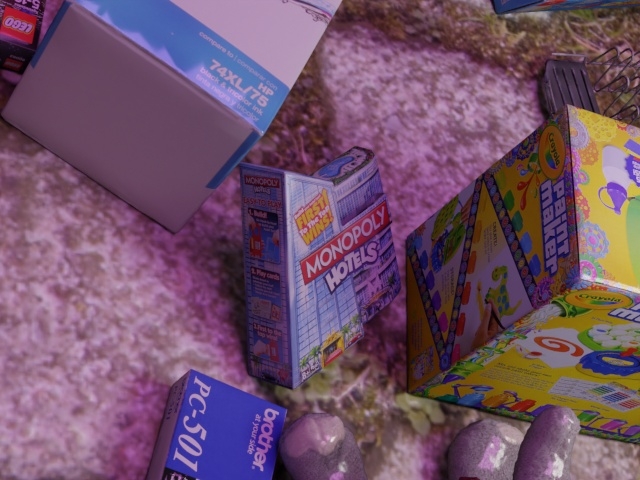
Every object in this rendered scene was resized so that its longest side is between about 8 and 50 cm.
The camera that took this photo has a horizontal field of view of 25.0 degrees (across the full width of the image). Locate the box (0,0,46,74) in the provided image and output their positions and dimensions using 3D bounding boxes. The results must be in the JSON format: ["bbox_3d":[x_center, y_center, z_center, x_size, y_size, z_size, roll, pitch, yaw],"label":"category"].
[{"bbox_3d":[-0.360,-0.259,1.299,0.233,0.044,0.159,17,58,-22],"label":"box"}]

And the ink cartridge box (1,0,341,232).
[{"bbox_3d":[-0.118,-0.194,1.310,0.197,0.198,0.270,34,53,-10],"label":"ink cartridge box"}]

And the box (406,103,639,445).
[{"bbox_3d":[0.274,0.048,1.360,0.290,0.279,0.177,15,59,-24],"label":"box"}]

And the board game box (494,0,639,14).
[{"bbox_3d":[0.325,-0.430,1.704,0.302,0.086,0.308,-8,91,-33],"label":"board game box"}]

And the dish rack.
[{"bbox_3d":[0.384,-0.136,1.654,0.271,0.074,0.208,-1,65,-31],"label":"dish rack"}]

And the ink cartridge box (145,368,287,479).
[{"bbox_3d":[-0.098,0.219,1.197,0.097,0.046,0.207,25,55,-18],"label":"ink cartridge box"}]

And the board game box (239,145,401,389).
[{"bbox_3d":[0.000,0.000,1.297,0.194,0.060,0.194,-35,125,-38],"label":"board game box"}]

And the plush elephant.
[{"bbox_3d":[0.148,0.252,1.161,0.271,0.255,0.330,15,55,-33],"label":"plush elephant"}]
